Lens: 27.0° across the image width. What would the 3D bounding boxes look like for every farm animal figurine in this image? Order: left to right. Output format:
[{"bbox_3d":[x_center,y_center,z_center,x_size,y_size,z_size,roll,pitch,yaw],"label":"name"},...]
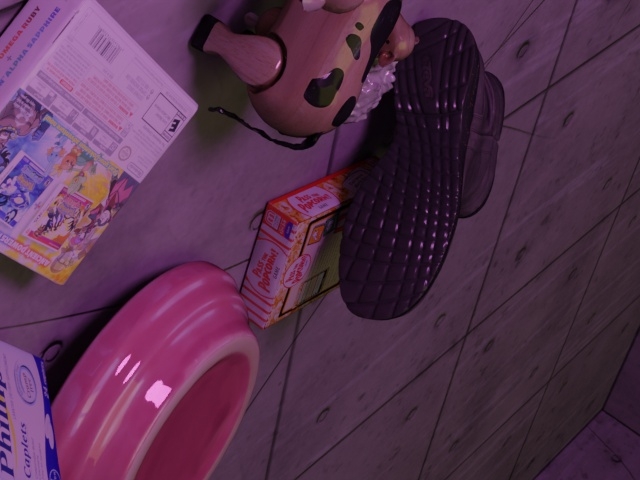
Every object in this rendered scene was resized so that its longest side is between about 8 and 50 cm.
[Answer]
[{"bbox_3d":[0.021,-0.217,1.064,0.330,0.172,0.326,-17,136,-55],"label":"farm animal figurine"}]

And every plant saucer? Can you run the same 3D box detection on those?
[{"bbox_3d":[-0.160,0.182,1.300,0.332,0.084,0.332,-53,161,-28],"label":"plant saucer"}]

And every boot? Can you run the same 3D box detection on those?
[{"bbox_3d":[0.134,-0.055,1.464,0.223,0.118,0.338,37,70,-66],"label":"boot"}]

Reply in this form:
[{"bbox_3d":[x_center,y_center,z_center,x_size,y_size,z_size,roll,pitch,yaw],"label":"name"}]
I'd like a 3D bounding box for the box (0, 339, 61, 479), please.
[{"bbox_3d":[-0.269,0.147,1.042,0.072,0.126,0.137,-18,159,12],"label":"box"}]

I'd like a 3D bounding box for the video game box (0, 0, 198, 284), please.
[{"bbox_3d":[-0.197,-0.075,0.999,0.187,0.048,0.205,-55,156,-5],"label":"video game box"}]

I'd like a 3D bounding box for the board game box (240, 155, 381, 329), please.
[{"bbox_3d":[0.000,0.000,1.466,0.193,0.045,0.146,-26,143,-49],"label":"board game box"}]
